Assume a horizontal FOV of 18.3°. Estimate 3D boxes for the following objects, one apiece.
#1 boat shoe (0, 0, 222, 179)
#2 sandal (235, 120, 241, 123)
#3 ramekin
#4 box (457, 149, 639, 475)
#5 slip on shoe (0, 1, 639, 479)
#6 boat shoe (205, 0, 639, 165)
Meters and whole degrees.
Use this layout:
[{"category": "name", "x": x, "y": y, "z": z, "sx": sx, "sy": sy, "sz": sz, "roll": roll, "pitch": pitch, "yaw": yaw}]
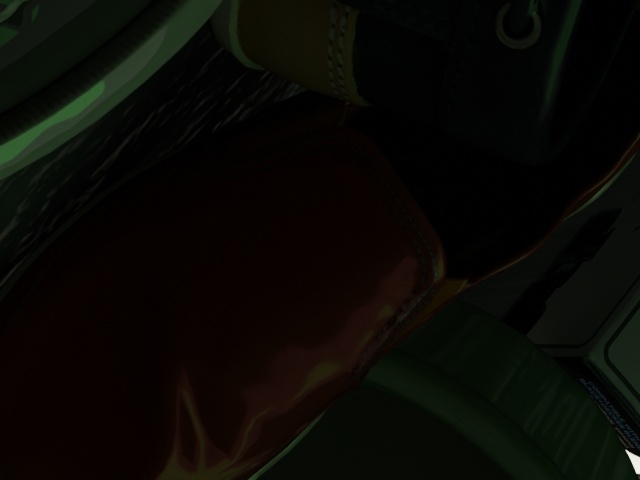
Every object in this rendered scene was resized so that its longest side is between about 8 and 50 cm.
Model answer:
[{"category": "boat shoe", "x": -0.034, "y": -0.136, "z": 0.424, "sx": 0.305, "sy": 0.109, "sz": 0.091, "roll": -54, "pitch": 167, "yaw": -22}, {"category": "sandal", "x": -0.047, "y": -0.015, "z": 0.822, "sx": 0.179, "sy": 0.040, "sz": 0.067, "roll": -35, "pitch": 156, "yaw": -12}, {"category": "ramekin", "x": 0.007, "y": 0.164, "z": 0.896, "sx": 0.303, "sy": 0.303, "sz": 0.148, "roll": -59, "pitch": 172, "yaw": 23}, {"category": "box", "x": 0.126, "y": 0.030, "z": 1.053, "sx": 0.169, "sy": 0.087, "sz": 0.290, "roll": -48, "pitch": -160, "yaw": -21}, {"category": "slip on shoe", "x": 0.000, "y": 0.000, "z": 0.732, "sx": 0.331, "sy": 0.123, "sz": 0.101, "roll": -33, "pitch": 179, "yaw": -18}, {"category": "boat shoe", "x": 0.148, "y": -0.241, "z": 0.649, "sx": 0.500, "sy": 0.156, "sz": 0.187, "roll": -55, "pitch": 164, "yaw": 5}]
